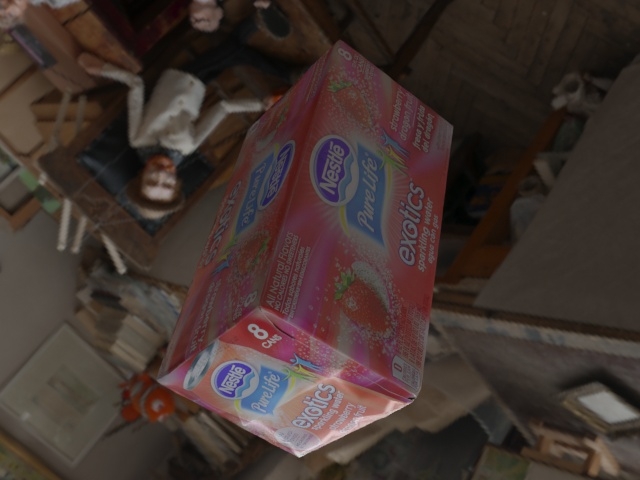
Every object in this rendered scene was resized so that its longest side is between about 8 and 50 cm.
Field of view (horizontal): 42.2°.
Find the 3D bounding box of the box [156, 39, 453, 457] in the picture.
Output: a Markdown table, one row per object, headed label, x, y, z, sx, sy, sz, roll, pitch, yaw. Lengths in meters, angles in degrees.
| label | x | y | z | sx | sy | sz | roll | pitch | yaw |
| --- | --- | --- | --- | --- | --- | --- | --- | --- | --- |
| box | 0.000 | 0.000 | 0.688 | 0.142 | 0.300 | 0.154 | 33 | 136 | -21 |
